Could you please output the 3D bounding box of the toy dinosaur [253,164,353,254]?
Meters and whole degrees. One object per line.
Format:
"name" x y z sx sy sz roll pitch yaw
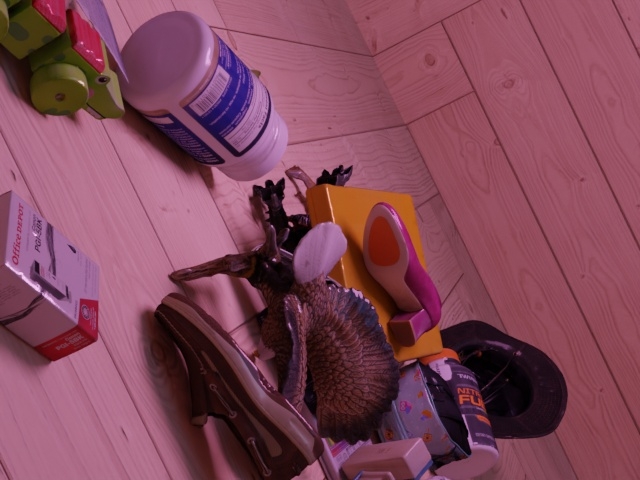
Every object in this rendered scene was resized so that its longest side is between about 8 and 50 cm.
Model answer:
"toy dinosaur" 0.000 0.000 1.789 0.322 0.164 0.218 -136 -149 -72

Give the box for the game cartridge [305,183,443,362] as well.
"game cartridge" 0.090 0.058 1.724 0.324 0.053 0.285 2 75 -61

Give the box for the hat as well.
"hat" 0.358 0.335 2.337 0.331 0.331 0.134 -100 -161 -45

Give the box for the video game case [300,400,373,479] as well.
"video game case" 0.031 0.300 1.630 0.183 0.023 0.201 66 17 5

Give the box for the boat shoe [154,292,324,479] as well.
"boat shoe" -0.113 0.174 1.225 0.257 0.095 0.095 45 -16 13

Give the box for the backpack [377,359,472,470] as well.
"backpack" 0.165 0.298 1.834 0.188 0.144 0.165 61 11 -60

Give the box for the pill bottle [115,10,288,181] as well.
"pill bottle" -0.160 -0.196 1.542 0.265 0.153 0.153 43 26 -54

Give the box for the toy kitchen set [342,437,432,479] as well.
"toy kitchen set" 0.078 0.400 1.471 0.207 0.122 0.166 -37 103 -45

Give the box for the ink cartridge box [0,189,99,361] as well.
"ink cartridge box" -0.269 0.034 1.005 0.135 0.056 0.099 50 22 -44

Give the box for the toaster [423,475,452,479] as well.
"toaster" 0.198 0.473 1.712 0.227 0.129 0.146 43 22 -48

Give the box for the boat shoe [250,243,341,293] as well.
"boat shoe" -0.008 0.074 1.526 0.219 0.070 0.077 38 59 2

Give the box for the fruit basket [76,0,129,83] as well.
"fruit basket" -0.348 -0.402 1.311 0.353 0.166 0.327 74 -6 -58

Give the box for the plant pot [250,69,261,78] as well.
"plant pot" -0.137 -0.244 1.852 0.083 0.083 0.079 4 75 -72

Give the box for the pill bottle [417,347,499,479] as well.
"pill bottle" 0.256 0.332 2.107 0.130 0.130 0.245 48 22 -46

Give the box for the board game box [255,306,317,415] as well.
"board game box" -0.011 0.173 1.588 0.170 0.048 0.141 59 14 18

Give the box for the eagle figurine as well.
"eagle figurine" -0.026 0.139 1.400 0.298 0.226 0.225 63 -5 13

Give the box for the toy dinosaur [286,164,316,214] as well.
"toy dinosaur" 0.011 -0.055 2.042 0.211 0.064 0.112 58 15 -22

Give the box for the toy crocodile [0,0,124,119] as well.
"toy crocodile" -0.318 -0.242 1.187 0.340 0.105 0.115 44 25 -52

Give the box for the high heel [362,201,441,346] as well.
"high heel" 0.136 0.037 1.662 0.117 0.082 0.244 -43 120 -48
